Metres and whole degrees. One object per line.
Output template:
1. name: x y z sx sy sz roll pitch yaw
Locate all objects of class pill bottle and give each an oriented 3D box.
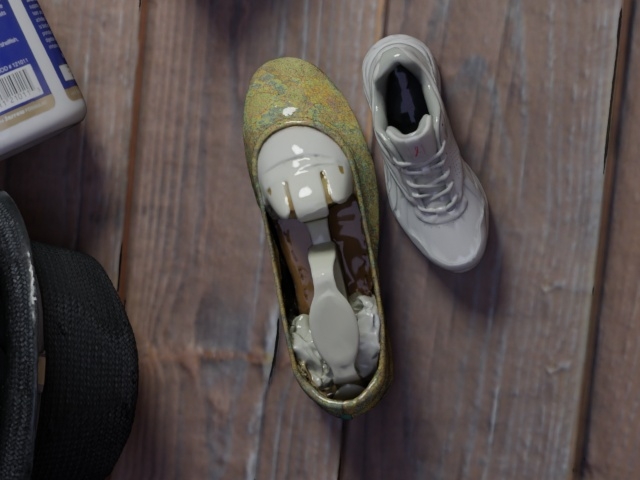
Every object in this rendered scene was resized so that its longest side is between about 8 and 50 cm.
1. pill bottle: -0.337 -0.203 1.784 0.153 0.153 0.264 -24 94 8

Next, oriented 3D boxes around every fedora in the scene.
1. fedora: -0.267 0.121 1.799 0.152 0.334 0.334 5 99 -30

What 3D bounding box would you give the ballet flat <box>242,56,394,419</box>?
1. ballet flat: 0.000 0.000 1.792 0.123 0.123 0.348 -10 96 7

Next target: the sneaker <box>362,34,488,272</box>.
1. sneaker: 0.090 -0.075 1.772 0.090 0.115 0.232 -21 94 8
